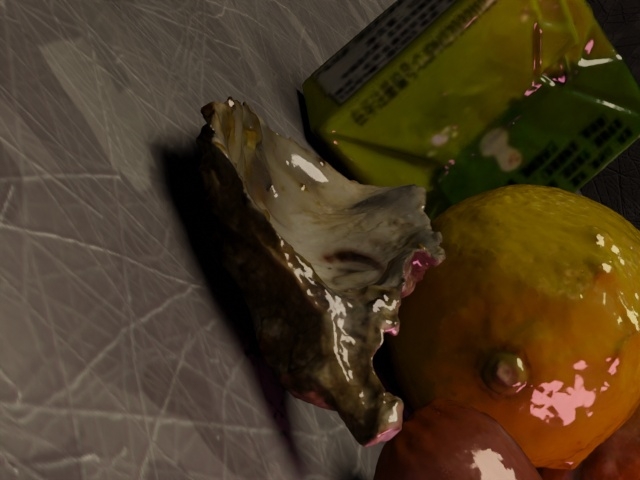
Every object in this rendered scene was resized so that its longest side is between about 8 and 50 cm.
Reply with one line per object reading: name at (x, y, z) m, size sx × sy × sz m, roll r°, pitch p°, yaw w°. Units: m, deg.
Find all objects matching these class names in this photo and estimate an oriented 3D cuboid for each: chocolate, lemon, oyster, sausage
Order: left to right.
oyster at (-0.021, -0.010, 0.975) m, size 0.204 × 0.111 × 0.396 m, roll 36°, pitch 19°, yaw -10°
chocolate at (0.162, -0.146, 1.457) m, size 0.289 × 0.301 × 0.137 m, roll 46°, pitch 5°, yaw -38°
sausage at (0.125, 0.223, 0.881) m, size 0.259 × 0.113 × 0.113 m, roll 59°, pitch 14°, yaw 6°
lemon at (0.169, 0.066, 1.124) m, size 0.233 × 0.233 × 0.288 m, roll 57°, pitch 21°, yaw 2°

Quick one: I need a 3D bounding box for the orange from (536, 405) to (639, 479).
orange at (0.343, 0.186, 1.284) m, size 0.329 × 0.329 × 0.249 m, roll -105°, pitch 180°, yaw -51°
